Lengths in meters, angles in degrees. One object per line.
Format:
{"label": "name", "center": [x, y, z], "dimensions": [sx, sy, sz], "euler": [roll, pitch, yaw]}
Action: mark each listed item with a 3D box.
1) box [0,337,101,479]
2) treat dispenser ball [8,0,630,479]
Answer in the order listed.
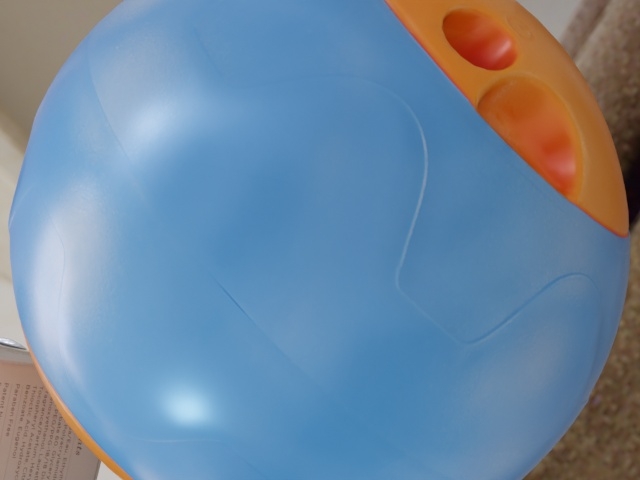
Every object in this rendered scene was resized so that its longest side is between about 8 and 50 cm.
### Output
{"label": "box", "center": [-0.234, 0.140, 0.842], "dimensions": [0.181, 0.182, 0.119], "euler": [10, 177, 30]}
{"label": "treat dispenser ball", "center": [0.000, 0.000, 0.702], "dimensions": [0.288, 0.288, 0.288], "euler": [33, 162, 12]}
